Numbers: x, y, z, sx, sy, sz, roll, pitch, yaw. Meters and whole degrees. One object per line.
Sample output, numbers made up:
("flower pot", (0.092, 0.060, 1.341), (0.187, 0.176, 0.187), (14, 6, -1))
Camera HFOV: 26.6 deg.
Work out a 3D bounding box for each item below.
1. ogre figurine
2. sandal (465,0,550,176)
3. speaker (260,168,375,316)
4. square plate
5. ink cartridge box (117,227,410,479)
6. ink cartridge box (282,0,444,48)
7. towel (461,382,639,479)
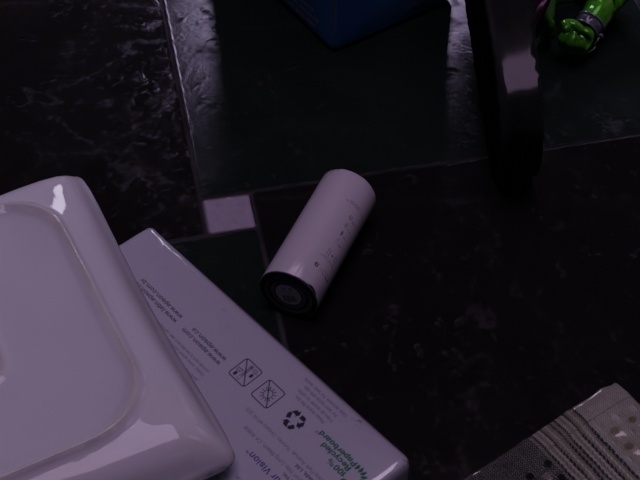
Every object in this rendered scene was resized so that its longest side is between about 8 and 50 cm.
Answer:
("ogre figurine", (0.255, -0.282, 1.411), (0.118, 0.097, 0.197), (-26, 39, -7))
("sandal", (0.196, -0.268, 1.309), (0.107, 0.167, 0.446), (-4, 69, 1))
("speaker", (0.000, 0.000, 1.176), (0.055, 0.055, 0.136), (16, 50, 16))
("square plate", (-0.288, 0.100, 1.008), (0.347, 0.049, 0.344), (-22, 49, -16))
("ink cartridge box", (-0.160, 0.173, 1.009), (0.330, 0.071, 0.324), (-34, 54, -23))
("ink cartridge box", (-0.001, -0.444, 1.361), (0.166, 0.395, 0.285), (-26, 52, -21))
("towel", (0.194, 0.278, 0.922), (0.312, 0.056, 0.324), (-28, 54, -20))
